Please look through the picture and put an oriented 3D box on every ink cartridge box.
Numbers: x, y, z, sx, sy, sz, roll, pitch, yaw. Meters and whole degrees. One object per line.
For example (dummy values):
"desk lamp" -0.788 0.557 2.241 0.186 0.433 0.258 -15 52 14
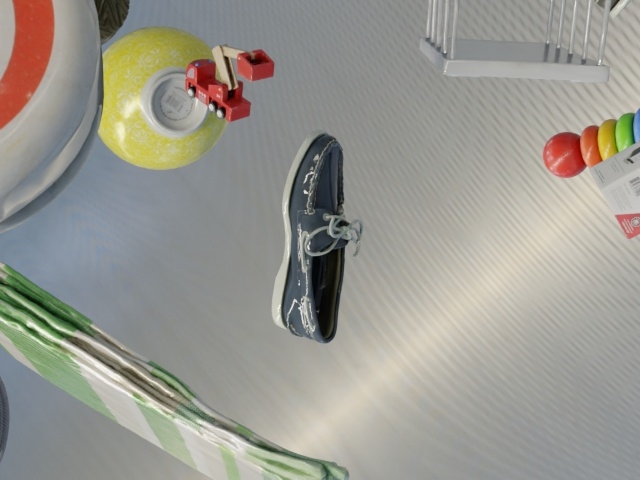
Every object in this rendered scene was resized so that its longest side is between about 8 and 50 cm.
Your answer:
"ink cartridge box" 0.432 -0.079 1.169 0.099 0.135 0.056 51 -162 -32

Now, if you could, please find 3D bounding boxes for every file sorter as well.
"file sorter" 0.240 -0.308 1.152 0.277 0.193 0.173 -90 2 -72

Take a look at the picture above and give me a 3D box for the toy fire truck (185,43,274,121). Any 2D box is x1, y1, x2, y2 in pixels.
"toy fire truck" -0.156 -0.273 1.505 0.192 0.047 0.135 38 135 35

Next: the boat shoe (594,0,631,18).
"boat shoe" 0.454 -0.459 1.252 0.091 0.109 0.305 27 124 6

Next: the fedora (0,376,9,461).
"fedora" -0.506 0.224 1.081 0.124 0.275 0.243 -14 66 63

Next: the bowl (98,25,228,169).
"bowl" -0.294 -0.272 1.766 0.156 0.289 0.289 27 142 65

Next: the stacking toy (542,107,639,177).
"stacking toy" 0.566 -0.186 1.672 0.330 0.141 0.141 -9 114 37

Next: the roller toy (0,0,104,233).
"roller toy" -0.222 -0.096 0.508 0.146 0.209 0.191 150 113 -76

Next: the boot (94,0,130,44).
"boot" -0.350 -0.264 1.235 0.089 0.236 0.269 30 132 -21

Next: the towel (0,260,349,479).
"towel" -0.133 0.130 0.721 0.325 0.038 0.248 28 158 8

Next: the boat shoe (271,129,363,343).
"boat shoe" 0.000 0.000 1.066 0.079 0.095 0.254 21 108 33
